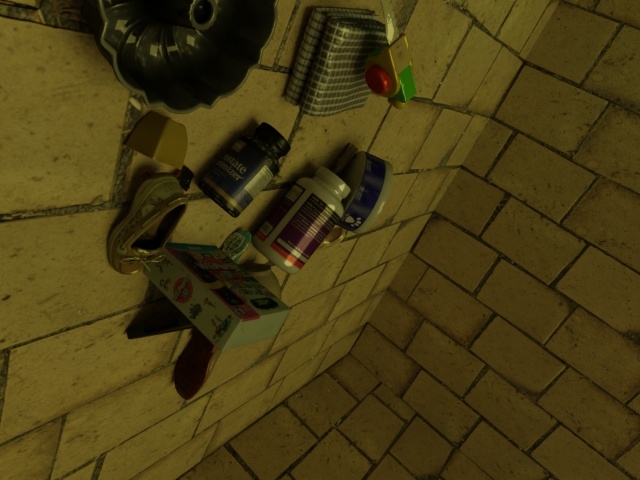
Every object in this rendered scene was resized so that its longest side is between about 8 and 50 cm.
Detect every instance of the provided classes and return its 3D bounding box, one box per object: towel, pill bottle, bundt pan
[{"bbox_3d":[0.061,-0.444,1.135,0.283,0.121,0.235,-27,147,-46],"label":"towel"},{"bbox_3d":[-0.053,-0.066,1.393,0.323,0.181,0.181,-51,157,-2],"label":"pill bottle"},{"bbox_3d":[-0.219,-0.375,0.699,0.331,0.124,0.331,-42,155,-25],"label":"bundt pan"},{"bbox_3d":[-0.177,-0.172,1.079,0.219,0.122,0.123,-50,157,-7],"label":"pill bottle"}]

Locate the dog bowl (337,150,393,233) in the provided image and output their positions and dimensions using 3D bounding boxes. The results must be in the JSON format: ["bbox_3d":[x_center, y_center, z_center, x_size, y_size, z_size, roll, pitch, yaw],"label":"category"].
[{"bbox_3d":[0.129,-0.161,1.515,0.265,0.104,0.265,-58,-161,33],"label":"dog bowl"}]

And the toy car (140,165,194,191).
[{"bbox_3d":[-0.330,-0.143,0.966,0.040,0.060,0.122,-15,156,33],"label":"toy car"}]

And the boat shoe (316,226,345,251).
[{"bbox_3d":[0.000,0.000,1.485,0.170,0.063,0.059,-25,159,7],"label":"boat shoe"}]

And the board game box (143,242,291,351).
[{"bbox_3d":[-0.256,0.130,1.133,0.098,0.303,0.224,-59,157,11],"label":"board game box"}]

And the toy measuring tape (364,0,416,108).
[{"bbox_3d":[0.141,-0.450,1.038,0.121,0.121,0.330,-45,135,-17],"label":"toy measuring tape"}]

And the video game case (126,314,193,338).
[{"bbox_3d":[-0.344,0.222,1.259,0.248,0.035,0.274,-16,170,24],"label":"video game case"}]

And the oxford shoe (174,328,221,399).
[{"bbox_3d":[-0.383,0.390,1.518,0.348,0.123,0.130,-60,162,20],"label":"oxford shoe"}]

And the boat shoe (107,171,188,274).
[{"bbox_3d":[-0.367,-0.013,0.952,0.104,0.089,0.285,-14,147,-50],"label":"boat shoe"}]

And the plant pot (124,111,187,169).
[{"bbox_3d":[-0.305,-0.196,0.863,0.081,0.081,0.083,15,99,-66],"label":"plant pot"}]

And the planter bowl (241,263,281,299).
[{"bbox_3d":[-0.207,0.138,1.461,0.162,0.162,0.109,-19,115,-53],"label":"planter bowl"}]

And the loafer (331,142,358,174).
[{"bbox_3d":[0.075,-0.276,1.525,0.125,0.039,0.045,-47,-169,-5],"label":"loafer"}]

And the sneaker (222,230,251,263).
[{"bbox_3d":[-0.261,0.039,1.329,0.166,0.065,0.076,-50,174,3],"label":"sneaker"}]
